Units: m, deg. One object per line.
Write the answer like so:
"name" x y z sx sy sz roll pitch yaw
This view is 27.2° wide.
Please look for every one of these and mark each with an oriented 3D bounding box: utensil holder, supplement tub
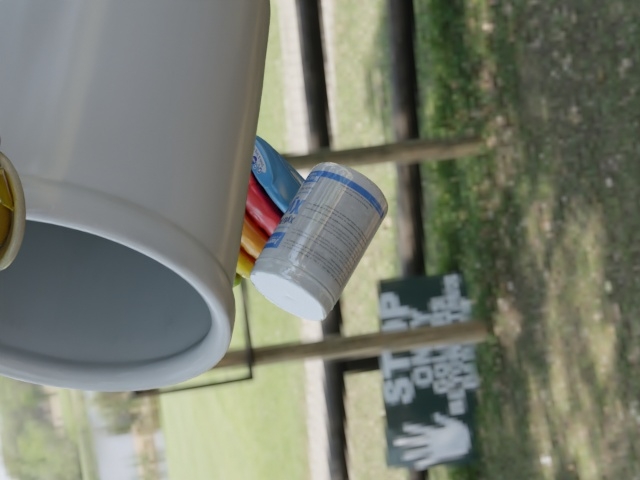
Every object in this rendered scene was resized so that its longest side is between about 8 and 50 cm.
"utensil holder" -0.219 -0.099 1.261 0.327 0.328 0.385 104 174 -59
"supplement tub" 0.000 0.000 1.021 0.107 0.071 0.071 -59 -3 -23

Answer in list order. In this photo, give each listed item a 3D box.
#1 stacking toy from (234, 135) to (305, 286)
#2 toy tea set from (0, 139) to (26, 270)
"stacking toy" -0.142 0.013 1.754 0.166 0.302 0.175 43 -168 -43
"toy tea set" -0.334 -0.098 0.918 0.200 0.124 0.336 -34 71 40
